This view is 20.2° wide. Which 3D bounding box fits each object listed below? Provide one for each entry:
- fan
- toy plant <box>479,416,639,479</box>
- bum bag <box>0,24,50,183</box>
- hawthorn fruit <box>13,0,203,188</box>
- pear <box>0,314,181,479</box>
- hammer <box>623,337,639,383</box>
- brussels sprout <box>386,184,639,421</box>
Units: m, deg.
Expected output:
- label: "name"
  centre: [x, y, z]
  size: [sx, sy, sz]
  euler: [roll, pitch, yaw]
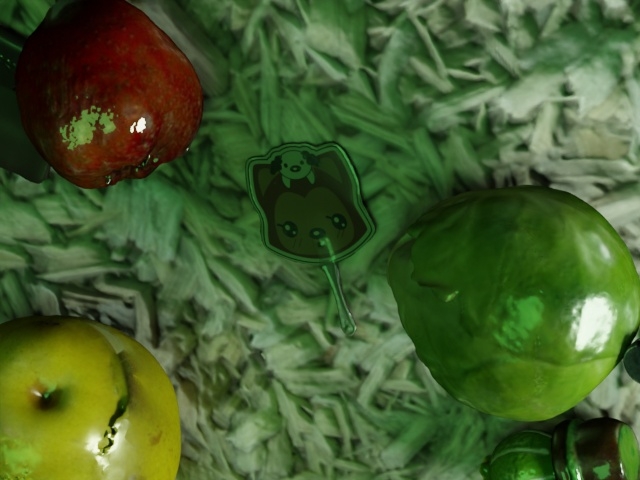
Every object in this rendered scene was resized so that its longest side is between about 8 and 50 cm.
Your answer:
- label: "fan"
  centre: [0.000, 0.000, 1.859]
  size: [0.132, 0.009, 0.220]
  euler: [-10, 109, 27]
- label: "toy plant"
  centre: [0.242, 0.232, 1.835]
  size: [0.162, 0.093, 0.092]
  euler: [-14, 109, 28]
- label: "bum bag"
  centre: [-0.321, -0.141, 1.901]
  size: [0.109, 0.026, 0.159]
  euler: [25, 121, 7]
- label: "hawthorn fruit"
  centre: [-0.220, -0.155, 1.775]
  size: [0.185, 0.185, 0.202]
  euler: [-27, 88, 29]
- label: "pear"
  centre: [-0.294, 0.217, 1.948]
  size: [0.285, 0.285, 0.336]
  euler: [48, 161, -6]
- label: "hammer"
  centre: [0.386, 0.266, 1.728]
  size: [0.044, 0.152, 0.426]
  euler: [-8, 103, 38]
- label: "brussels sprout"
  centre: [0.183, 0.053, 1.707]
  size: [0.244, 0.244, 0.244]
  euler: [8, 117, 17]
